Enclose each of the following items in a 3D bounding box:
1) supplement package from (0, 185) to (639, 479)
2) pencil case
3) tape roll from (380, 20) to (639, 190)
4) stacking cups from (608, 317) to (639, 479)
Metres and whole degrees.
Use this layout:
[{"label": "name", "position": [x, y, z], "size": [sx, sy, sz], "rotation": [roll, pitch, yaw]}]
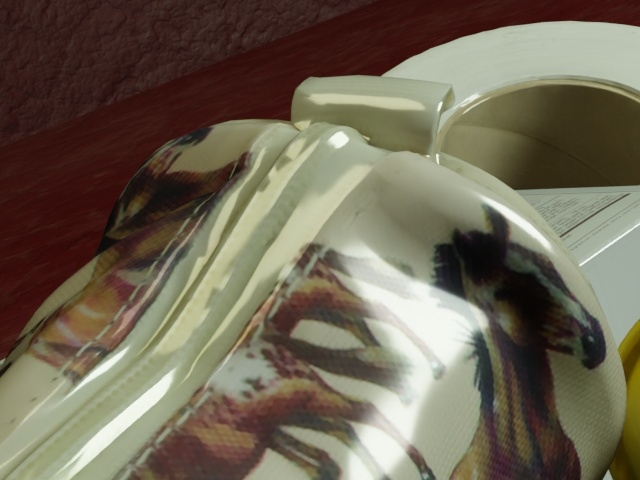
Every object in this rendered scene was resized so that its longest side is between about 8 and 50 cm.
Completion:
[{"label": "supplement package", "position": [0.032, 0.103, 0.670], "size": [0.198, 0.199, 0.263], "rotation": [-31, 19, -36]}, {"label": "pencil case", "position": [-0.076, 0.127, 0.321], "size": [0.160, 0.183, 0.410], "rotation": [23, 46, 20]}, {"label": "tape roll", "position": [0.148, -0.022, 0.946], "size": [0.286, 0.100, 0.286], "rotation": [-5, 38, 4]}, {"label": "stacking cups", "position": [0.131, 0.098, 0.302], "size": [0.096, 0.096, 0.316], "rotation": [-18, 17, 5]}]
